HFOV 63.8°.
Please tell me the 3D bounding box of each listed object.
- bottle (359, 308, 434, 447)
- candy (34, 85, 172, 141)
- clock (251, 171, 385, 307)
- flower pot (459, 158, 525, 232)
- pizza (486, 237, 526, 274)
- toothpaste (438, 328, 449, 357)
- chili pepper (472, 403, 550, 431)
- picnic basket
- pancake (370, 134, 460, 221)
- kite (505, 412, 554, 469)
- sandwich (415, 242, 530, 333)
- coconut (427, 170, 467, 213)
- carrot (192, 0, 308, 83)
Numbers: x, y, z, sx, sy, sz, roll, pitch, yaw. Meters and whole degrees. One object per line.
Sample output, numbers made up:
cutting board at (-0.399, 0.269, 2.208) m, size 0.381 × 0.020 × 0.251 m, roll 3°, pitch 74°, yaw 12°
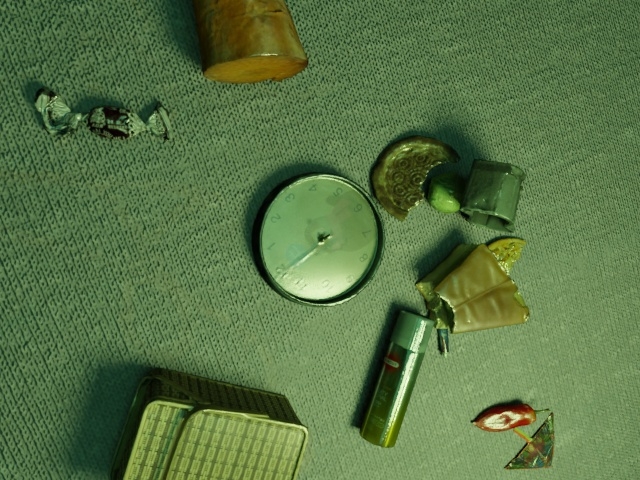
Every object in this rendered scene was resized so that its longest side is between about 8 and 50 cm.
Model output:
bottle at (0.165, 0.292, 1.106) m, size 0.082 × 0.082 × 0.286 m, roll 19°, pitch 88°, yaw -19°
candy at (-0.375, -0.216, 0.903) m, size 0.226 × 0.051 × 0.094 m, roll 6°, pitch 90°, yaw -18°
clock at (0.000, 0.000, 1.041) m, size 0.281 × 0.055 × 0.280 m, roll -2°, pitch 95°, yaw -18°
flower pot at (0.365, -0.087, 1.077) m, size 0.103 × 0.229 × 0.108 m, roll 15°, pitch 89°, yaw 23°
pizza at (0.435, 0.048, 1.201) m, size 0.123 × 0.026 × 0.108 m, roll -11°, pitch 100°, yaw -17°
toothpaste at (0.280, 0.225, 1.170) m, size 0.027 × 0.019 × 0.083 m, roll -4°, pitch 89°, yaw -16°
chili pepper at (0.453, 0.422, 1.228) m, size 0.191 × 0.050 × 0.059 m, roll -8°, pitch 100°, yaw -5°
picnic basket at (-0.206, 0.392, 0.945) m, size 0.313 × 0.175 × 0.228 m, roll 19°, pitch 90°, yaw -18°
pancake at (0.197, -0.131, 1.075) m, size 0.184 × 0.020 × 0.190 m, roll 5°, pitch 81°, yaw 4°
kite at (0.532, 0.514, 1.282) m, size 0.190 × 0.010 × 0.159 m, roll -43°, pitch 104°, yaw -12°
sandwich at (0.333, 0.142, 1.129) m, size 0.186 × 0.108 × 0.220 m, roll -42°, pitch 101°, yaw -11°
coconut at (0.276, -0.106, 1.106) m, size 0.088 × 0.088 × 0.096 m, roll 4°, pitch 121°, yaw -18°
carrot at (-0.132, -0.416, 0.897) m, size 0.196 × 0.196 × 0.254 m, roll -12°, pitch 96°, yaw -17°
